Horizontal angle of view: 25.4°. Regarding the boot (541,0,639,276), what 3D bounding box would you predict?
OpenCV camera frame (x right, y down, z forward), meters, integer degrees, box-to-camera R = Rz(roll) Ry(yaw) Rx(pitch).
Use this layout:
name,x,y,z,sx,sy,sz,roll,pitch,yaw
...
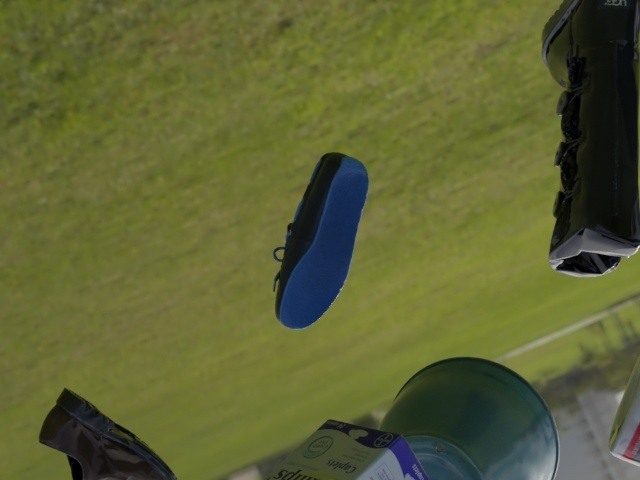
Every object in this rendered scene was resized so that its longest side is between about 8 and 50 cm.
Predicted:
name,x,y,z,sx,sy,sz,roll,pitch,yaw
boot,0.423,-0.152,2.211,0.146,0.445,0.367,1,162,5

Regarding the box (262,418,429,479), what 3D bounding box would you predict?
name,x,y,z,sx,sy,sz,roll,pitch,yaw
box,0.015,0.253,1.411,0.137,0.072,0.126,-41,-157,-27

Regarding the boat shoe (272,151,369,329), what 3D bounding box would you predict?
name,x,y,z,sx,sy,sz,roll,pitch,yaw
boat shoe,0.000,0.000,2.019,0.109,0.258,0.089,20,-170,-34

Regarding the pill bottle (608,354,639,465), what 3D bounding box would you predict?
name,x,y,z,sx,sy,sz,roll,pitch,yaw
pill bottle,0.532,0.253,1.836,0.283,0.161,0.161,20,175,8

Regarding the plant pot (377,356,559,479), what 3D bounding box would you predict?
name,x,y,z,sx,sy,sz,roll,pitch,yaw
plant pot,0.190,0.332,2.059,0.271,0.272,0.255,-27,-179,22

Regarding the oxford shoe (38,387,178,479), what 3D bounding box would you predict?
name,x,y,z,sx,sy,sz,roll,pitch,yaw
oxford shoe,-0.273,0.282,1.817,0.096,0.227,0.083,-55,-147,-9
